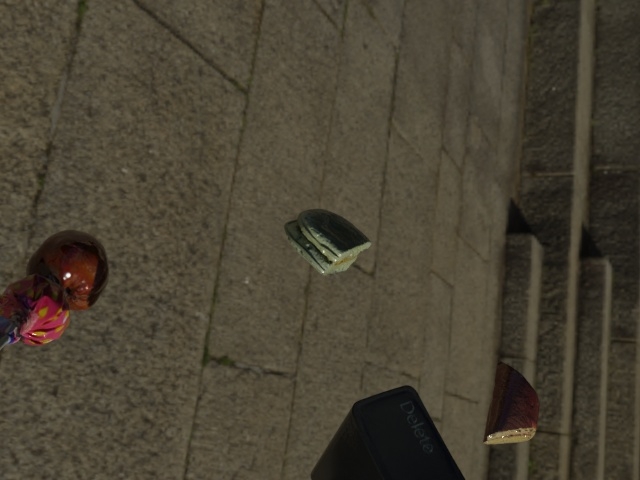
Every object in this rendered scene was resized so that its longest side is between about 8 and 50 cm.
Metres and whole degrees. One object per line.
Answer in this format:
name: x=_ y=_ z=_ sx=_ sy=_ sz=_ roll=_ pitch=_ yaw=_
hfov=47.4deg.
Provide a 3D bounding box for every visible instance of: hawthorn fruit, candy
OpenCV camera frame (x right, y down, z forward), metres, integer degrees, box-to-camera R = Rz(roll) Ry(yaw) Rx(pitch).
hawthorn fruit: x=-0.565 y=0.058 z=1.670 sx=0.202 sy=0.185 sz=0.185 roll=-88 pitch=162 yaw=-55
candy: x=-0.478 y=0.146 z=1.122 sx=0.365 sy=0.124 sz=0.124 roll=-109 pitch=-168 yaw=-76

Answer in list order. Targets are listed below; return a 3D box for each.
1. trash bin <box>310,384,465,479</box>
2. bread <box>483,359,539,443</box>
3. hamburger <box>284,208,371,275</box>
trash bin: x=0.086 y=0.345 z=1.063 sx=0.115 sy=0.165 sz=0.226 roll=-12 pitch=148 yaw=-30
bread: x=0.389 y=0.340 z=1.457 sx=0.067 sy=0.119 sz=0.192 roll=-54 pitch=-170 yaw=46
hamburger: x=0.002 y=-0.003 z=0.872 sx=0.084 sy=0.054 sz=0.121 roll=45 pitch=22 yaw=11
